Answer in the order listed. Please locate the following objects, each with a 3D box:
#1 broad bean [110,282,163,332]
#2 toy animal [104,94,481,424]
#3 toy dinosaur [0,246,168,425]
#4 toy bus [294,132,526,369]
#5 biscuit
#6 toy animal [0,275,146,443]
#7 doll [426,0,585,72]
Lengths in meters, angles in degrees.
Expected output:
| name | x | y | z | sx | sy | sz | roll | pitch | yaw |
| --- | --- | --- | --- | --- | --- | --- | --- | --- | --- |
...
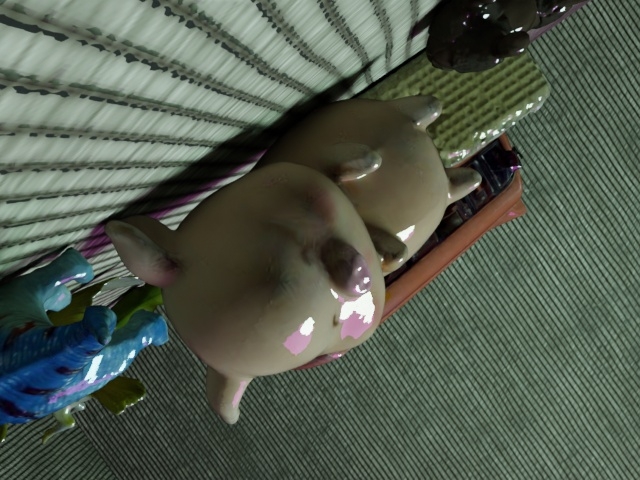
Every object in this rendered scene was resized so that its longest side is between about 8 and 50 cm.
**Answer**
| name | x | y | z | sx | sy | sz | roll | pitch | yaw |
| --- | --- | --- | --- | --- | --- | --- | --- | --- | --- |
| broad bean | -0.263 | 0.089 | 0.999 | 0.214 | 0.048 | 0.070 | -37 | -167 | 14 |
| toy animal | -0.009 | -0.007 | 0.483 | 0.250 | 0.166 | 0.154 | -41 | -167 | -34 |
| toy dinosaur | -0.168 | 0.061 | 0.372 | 0.329 | 0.076 | 0.144 | -21 | -171 | 33 |
| toy bus | 0.075 | -0.031 | 0.882 | 0.427 | 0.233 | 0.203 | -35 | -179 | -30 |
| biscuit | 0.098 | -0.111 | 0.628 | 0.239 | 0.108 | 0.062 | -35 | 180 | -7 |
| toy animal | -0.232 | 0.122 | 0.548 | 0.155 | 0.095 | 0.219 | -23 | -162 | 12 |
| doll | 0.129 | -0.163 | 0.483 | 0.139 | 0.057 | 0.165 | -38 | -172 | -17 |
